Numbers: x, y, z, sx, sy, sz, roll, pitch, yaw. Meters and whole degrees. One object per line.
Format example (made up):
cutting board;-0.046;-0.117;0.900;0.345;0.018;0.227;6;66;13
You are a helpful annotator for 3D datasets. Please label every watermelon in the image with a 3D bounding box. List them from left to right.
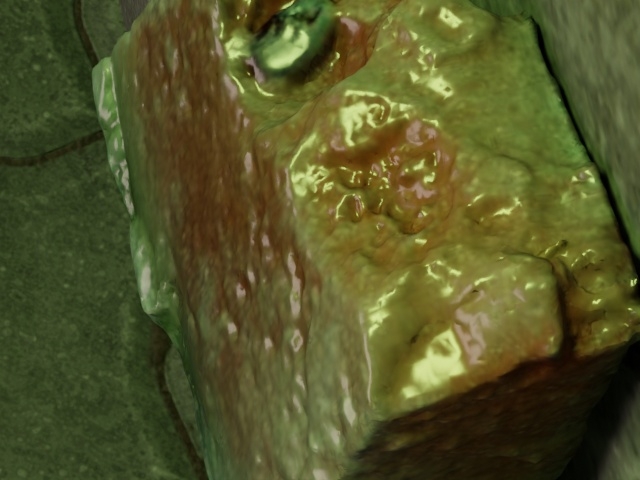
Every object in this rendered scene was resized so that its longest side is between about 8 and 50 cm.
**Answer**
watermelon;0.002;0.007;0.744;0.302;0.151;0.264;94;162;-62
